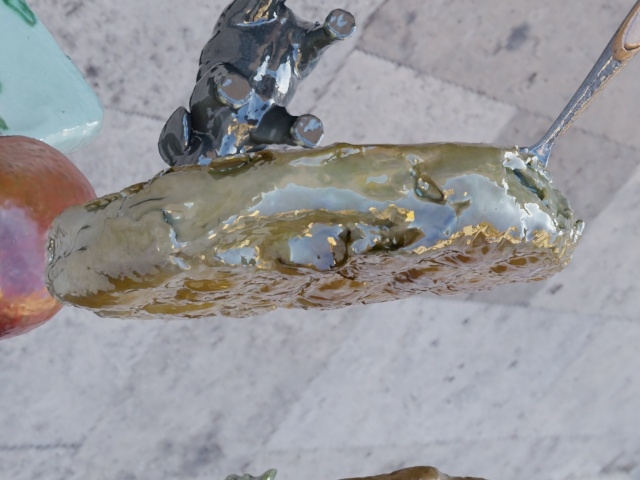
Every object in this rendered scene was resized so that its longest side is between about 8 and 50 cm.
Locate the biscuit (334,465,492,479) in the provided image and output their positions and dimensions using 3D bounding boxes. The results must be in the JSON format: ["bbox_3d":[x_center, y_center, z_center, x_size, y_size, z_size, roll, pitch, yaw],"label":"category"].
[{"bbox_3d":[0.063,0.299,1.293,0.273,0.049,0.257,-27,144,29],"label":"biscuit"}]

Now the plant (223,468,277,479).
[{"bbox_3d":[-0.099,0.362,1.432,0.251,0.180,0.333,-63,174,-17],"label":"plant"}]

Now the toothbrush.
[{"bbox_3d":[0.187,-0.132,0.691,0.321,0.023,0.031,-54,-174,17],"label":"toothbrush"}]

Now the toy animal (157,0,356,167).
[{"bbox_3d":[-0.058,-0.082,0.895,0.082,0.137,0.269,28,73,-19],"label":"toy animal"}]

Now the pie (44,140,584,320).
[{"bbox_3d":[0.000,0.000,0.455,0.195,0.046,0.195,-6,174,-1],"label":"pie"}]

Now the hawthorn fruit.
[{"bbox_3d":[-0.234,-0.015,0.990,0.203,0.163,0.162,-36,157,-50],"label":"hawthorn fruit"}]

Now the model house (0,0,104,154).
[{"bbox_3d":[-0.452,-0.131,1.406,0.325,0.267,0.194,-37,178,27],"label":"model house"}]
